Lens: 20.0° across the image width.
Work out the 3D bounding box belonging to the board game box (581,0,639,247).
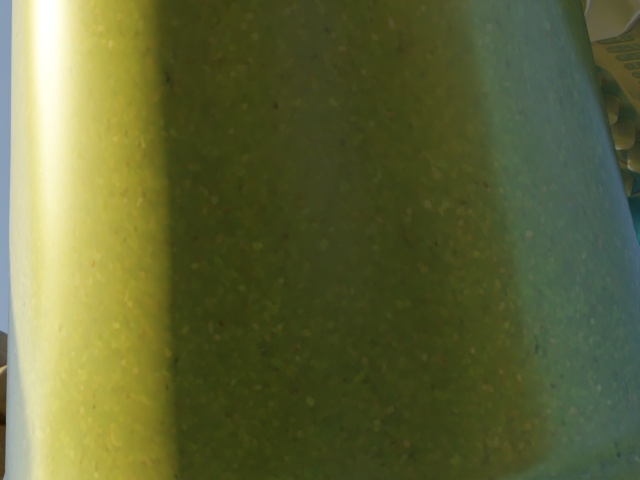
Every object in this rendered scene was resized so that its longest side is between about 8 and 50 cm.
[{"bbox_3d":[0.090,-0.120,0.883,0.389,0.050,0.390,15,-30,-7],"label":"board game box"}]

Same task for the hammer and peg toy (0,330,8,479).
[{"bbox_3d":[-0.221,0.190,1.176,0.361,0.266,0.127,36,-20,-14],"label":"hammer and peg toy"}]

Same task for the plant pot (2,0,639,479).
[{"bbox_3d":[0.000,0.000,0.618,0.276,0.276,0.254,-4,-85,23],"label":"plant pot"}]
